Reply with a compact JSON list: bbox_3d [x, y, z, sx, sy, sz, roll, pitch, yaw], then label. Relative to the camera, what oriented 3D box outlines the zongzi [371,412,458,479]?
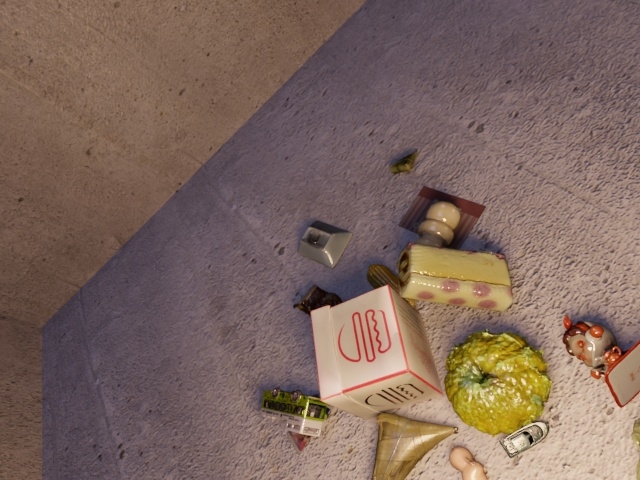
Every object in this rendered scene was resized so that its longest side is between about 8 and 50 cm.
[{"bbox_3d":[0.288,0.661,1.485,0.256,0.115,0.228,0,67,27],"label":"zongzi"}]

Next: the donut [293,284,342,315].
[{"bbox_3d":[-0.004,0.259,1.964,0.126,0.144,0.186,-57,14,-13],"label":"donut"}]

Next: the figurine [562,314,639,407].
[{"bbox_3d":[0.747,0.289,1.312,0.160,0.183,0.226,-41,32,-2],"label":"figurine"}]

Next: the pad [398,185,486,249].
[{"bbox_3d":[0.461,-0.093,1.882,0.300,0.005,0.202,30,84,45],"label":"pad"}]

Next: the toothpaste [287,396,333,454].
[{"bbox_3d":[-0.025,0.650,1.776,0.266,0.061,0.096,-53,44,8],"label":"toothpaste"}]

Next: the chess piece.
[{"bbox_3d":[0.410,-0.004,1.774,0.167,0.167,0.299,12,67,43],"label":"chess piece"}]

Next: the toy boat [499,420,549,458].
[{"bbox_3d":[0.573,0.547,1.355,0.141,0.060,0.055,-35,70,9],"label":"toy boat"}]

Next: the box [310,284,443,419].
[{"bbox_3d":[0.181,0.372,1.597,0.300,0.314,0.312,-25,50,21],"label":"box"}]

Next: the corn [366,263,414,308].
[{"bbox_3d":[0.258,0.174,1.812,0.097,0.097,0.261,-46,48,6],"label":"corn"}]

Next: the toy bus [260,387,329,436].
[{"bbox_3d":[-0.103,0.615,1.769,0.302,0.113,0.139,-15,58,52],"label":"toy bus"}]

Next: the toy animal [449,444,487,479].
[{"bbox_3d":[0.421,0.652,1.394,0.089,0.083,0.150,-56,32,14],"label":"toy animal"}]

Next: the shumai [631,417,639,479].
[{"bbox_3d":[0.851,0.511,1.074,0.261,0.225,0.221,-14,81,43],"label":"shumai"}]

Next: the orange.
[{"bbox_3d":[0.496,0.401,1.385,0.301,0.223,0.300,-7,59,39],"label":"orange"}]

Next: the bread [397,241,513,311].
[{"bbox_3d":[0.426,0.118,1.568,0.338,0.155,0.187,8,61,-3],"label":"bread"}]

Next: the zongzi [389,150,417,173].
[{"bbox_3d":[0.358,-0.341,2.097,0.104,0.052,0.113,-2,49,44],"label":"zongzi"}]

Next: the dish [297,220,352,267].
[{"bbox_3d":[0.000,0.000,2.141,0.243,0.080,0.182,21,78,45],"label":"dish"}]
